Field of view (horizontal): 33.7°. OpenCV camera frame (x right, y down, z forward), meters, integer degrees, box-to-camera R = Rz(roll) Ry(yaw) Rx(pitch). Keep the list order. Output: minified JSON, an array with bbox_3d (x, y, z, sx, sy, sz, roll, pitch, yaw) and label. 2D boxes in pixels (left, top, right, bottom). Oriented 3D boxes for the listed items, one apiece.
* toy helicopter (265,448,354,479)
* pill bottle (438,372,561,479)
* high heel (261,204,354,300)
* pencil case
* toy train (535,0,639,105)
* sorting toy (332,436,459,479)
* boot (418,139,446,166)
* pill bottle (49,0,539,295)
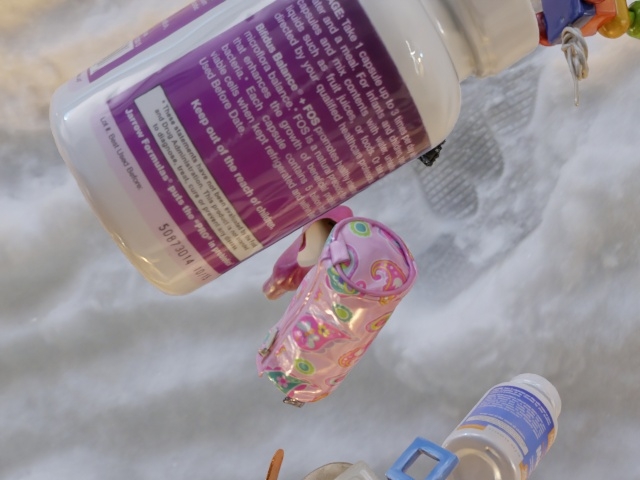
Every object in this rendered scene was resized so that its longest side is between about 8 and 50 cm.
[{"bbox_3d":[-0.053,0.483,1.620,0.235,0.355,0.140,37,161,27],"label":"toy helicopter"},{"bbox_3d":[0.335,0.348,1.899,0.152,0.272,0.152,15,118,29],"label":"pill bottle"},{"bbox_3d":[0.000,0.000,1.721,0.082,0.244,0.117,50,142,1],"label":"high heel"},{"bbox_3d":[0.013,0.094,1.313,0.124,0.124,0.284,40,139,6],"label":"pencil case"},{"bbox_3d":[0.312,-0.241,1.148,0.105,0.143,0.248,135,136,-57],"label":"toy train"},{"bbox_3d":[0.009,0.329,1.106,0.347,0.196,0.047,-36,124,-9],"label":"sorting toy"},{"bbox_3d":[0.078,-0.126,1.117,0.099,0.121,0.045,23,112,-14],"label":"boot"},{"bbox_3d":[-0.014,-0.104,0.712,0.301,0.169,0.169,-31,94,3],"label":"pill bottle"}]
